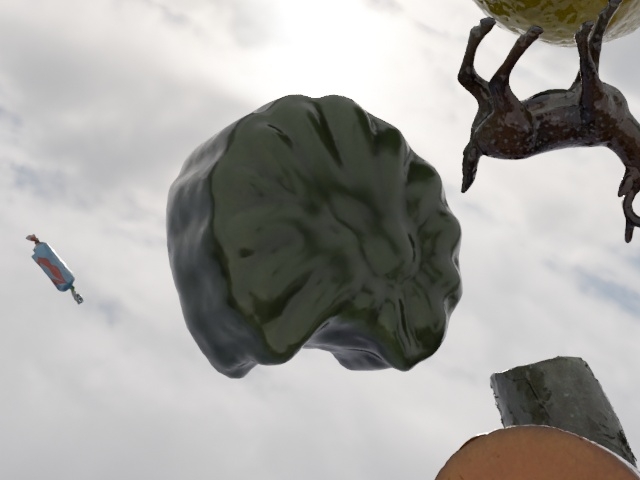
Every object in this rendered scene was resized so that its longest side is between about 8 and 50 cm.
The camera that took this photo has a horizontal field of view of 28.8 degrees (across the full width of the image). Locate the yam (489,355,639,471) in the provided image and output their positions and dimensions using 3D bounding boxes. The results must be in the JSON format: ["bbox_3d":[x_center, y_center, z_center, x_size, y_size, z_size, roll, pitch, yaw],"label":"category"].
[{"bbox_3d":[0.312,0.261,1.564,0.154,0.154,0.254,5,-122,-36],"label":"yam"}]

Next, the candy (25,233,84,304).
[{"bbox_3d":[-0.250,0.026,1.173,0.083,0.020,0.030,51,176,3],"label":"candy"}]

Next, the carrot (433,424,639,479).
[{"bbox_3d":[0.226,0.317,1.189,0.307,0.258,0.100,58,-177,33],"label":"carrot"}]

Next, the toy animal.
[{"bbox_3d":[0.261,-0.112,1.262,0.244,0.260,0.087,-3,-148,8],"label":"toy animal"}]

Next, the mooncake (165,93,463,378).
[{"bbox_3d":[0.000,0.000,1.424,0.351,0.187,0.351,11,-112,-29],"label":"mooncake"}]

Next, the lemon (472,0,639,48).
[{"bbox_3d":[0.318,-0.392,1.540,0.336,0.336,0.336,21,-151,-12],"label":"lemon"}]
